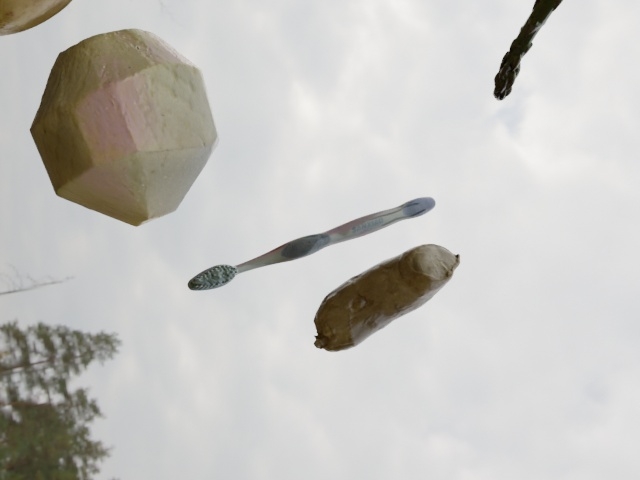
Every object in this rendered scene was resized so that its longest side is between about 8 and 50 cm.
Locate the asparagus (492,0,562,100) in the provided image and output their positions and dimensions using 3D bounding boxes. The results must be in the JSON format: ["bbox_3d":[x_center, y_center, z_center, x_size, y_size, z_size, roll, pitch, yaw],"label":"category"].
[{"bbox_3d":[0.206,-0.216,0.618,0.025,0.025,0.248,64,-36,32],"label":"asparagus"}]

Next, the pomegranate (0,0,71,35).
[{"bbox_3d":[-0.307,-0.293,0.607,0.264,0.265,0.264,21,-65,55],"label":"pomegranate"}]

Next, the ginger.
[{"bbox_3d":[0.072,0.061,0.825,0.068,0.190,0.095,56,8,-12],"label":"ginger"}]

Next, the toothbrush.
[{"bbox_3d":[0.000,0.000,0.709,0.027,0.269,0.021,5,-68,68],"label":"toothbrush"}]

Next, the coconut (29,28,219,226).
[{"bbox_3d":[-0.260,-0.143,0.987,0.259,0.259,0.259,21,-65,55],"label":"coconut"}]
